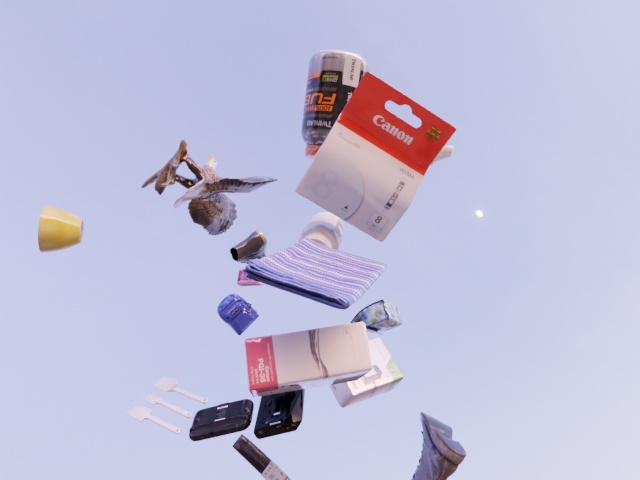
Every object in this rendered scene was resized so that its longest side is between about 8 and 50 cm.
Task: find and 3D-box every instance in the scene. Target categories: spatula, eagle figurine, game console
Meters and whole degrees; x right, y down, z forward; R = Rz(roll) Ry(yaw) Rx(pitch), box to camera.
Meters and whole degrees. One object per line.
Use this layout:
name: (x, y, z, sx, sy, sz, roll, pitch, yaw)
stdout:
spatula: (-0.490, 0.528, 1.362, 0.242, 0.168, 0.019, 4, -60, 32)
eagle figurine: (-0.283, -0.143, 1.149, 0.298, 0.226, 0.225, 32, -108, -38)
game console: (-0.219, 0.506, 1.261, 0.362, 0.213, 0.043, -16, -68, 10)

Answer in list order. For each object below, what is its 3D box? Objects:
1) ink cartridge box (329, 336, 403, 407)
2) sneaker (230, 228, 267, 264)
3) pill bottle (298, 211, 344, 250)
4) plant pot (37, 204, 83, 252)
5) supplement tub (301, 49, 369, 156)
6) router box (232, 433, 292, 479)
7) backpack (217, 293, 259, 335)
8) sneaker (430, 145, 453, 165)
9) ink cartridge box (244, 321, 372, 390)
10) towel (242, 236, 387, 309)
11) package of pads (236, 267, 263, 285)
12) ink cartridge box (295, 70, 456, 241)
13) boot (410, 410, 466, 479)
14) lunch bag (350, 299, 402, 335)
ink cartridge box: (0.129, 0.411, 1.326, 0.213, 0.154, 0.093, -5, -41, -34)
sneaker: (-0.258, 0.054, 1.482, 0.118, 0.083, 0.222, -31, -25, -27)
pill bottle: (0.000, 0.000, 1.347, 0.131, 0.229, 0.131, 3, -69, 9)
plant pot: (-0.732, -0.029, 1.199, 0.095, 0.134, 0.134, 5, -56, -23)
supplement tub: (0.045, -0.445, 1.436, 0.207, 0.207, 0.337, 5, -86, -18)
router box: (-0.163, 0.646, 1.215, 0.046, 0.179, 0.133, -47, -28, -25)
backpack: (-0.263, 0.225, 1.332, 0.120, 0.101, 0.098, 45, -108, 3)
sneaker: (0.345, -0.254, 1.546, 0.293, 0.108, 0.169, -8, -83, 5)
ink cartridge box: (-0.034, 0.293, 1.029, 0.283, 0.117, 0.207, -6, -24, -8)
towel: (0.005, 0.060, 0.981, 0.243, 0.336, 0.040, 17, -74, 18)
package of pads: (-0.195, 0.102, 1.194, 0.083, 0.050, 0.032, -6, -23, 33)
ink cartridge box: (0.153, -0.225, 1.206, 0.308, 0.091, 0.385, 30, -64, -7)
boot: (0.266, 0.591, 1.096, 0.091, 0.263, 0.229, 27, -89, 1)
lunch bag: (0.200, 0.290, 1.537, 0.151, 0.096, 0.129, -26, -33, 21)
